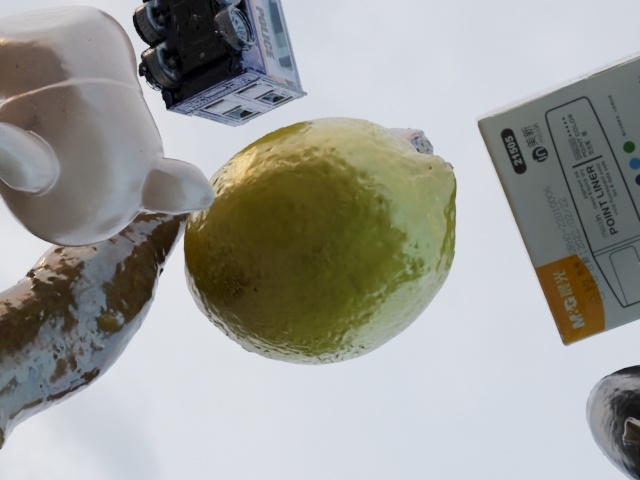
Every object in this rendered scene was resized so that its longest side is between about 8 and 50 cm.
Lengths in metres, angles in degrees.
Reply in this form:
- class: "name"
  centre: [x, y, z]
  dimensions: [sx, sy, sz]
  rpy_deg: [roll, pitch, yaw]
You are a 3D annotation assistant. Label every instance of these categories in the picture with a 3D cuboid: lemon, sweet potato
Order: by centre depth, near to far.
- class: "lemon"
  centre: [-0.004, 0.002, 1.131]
  dimensions: [0.236, 0.236, 0.263]
  rpy_deg: [57, -39, 15]
- class: "sweet potato"
  centre: [-0.223, 0.061, 1.132]
  dimensions: [0.131, 0.336, 0.131]
  rpy_deg: [33, -35, 27]

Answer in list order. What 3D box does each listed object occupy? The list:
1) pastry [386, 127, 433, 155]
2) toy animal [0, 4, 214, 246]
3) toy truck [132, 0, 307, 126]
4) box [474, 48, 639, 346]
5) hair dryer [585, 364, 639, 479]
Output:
- class: "pastry"
  centre: [0.065, -0.100, 1.620]
  dimensions: [0.265, 0.103, 0.112]
  rpy_deg: [-10, -84, 63]
- class: "toy animal"
  centre: [-0.198, -0.096, 0.943]
  dimensions: [0.250, 0.166, 0.154]
  rpy_deg: [-122, -148, -46]
- class: "toy truck"
  centre: [-0.114, -0.268, 1.278]
  dimensions: [0.124, 0.155, 0.268]
  rpy_deg: [-21, -107, 29]
- class: "box"
  centre: [0.312, -0.048, 1.290]
  dimensions: [0.220, 0.091, 0.274]
  rpy_deg: [-24, -83, 9]
- class: "hair dryer"
  centre: [0.294, 0.278, 0.914]
  dimensions: [0.303, 0.120, 0.359]
  rpy_deg: [23, -75, 61]
